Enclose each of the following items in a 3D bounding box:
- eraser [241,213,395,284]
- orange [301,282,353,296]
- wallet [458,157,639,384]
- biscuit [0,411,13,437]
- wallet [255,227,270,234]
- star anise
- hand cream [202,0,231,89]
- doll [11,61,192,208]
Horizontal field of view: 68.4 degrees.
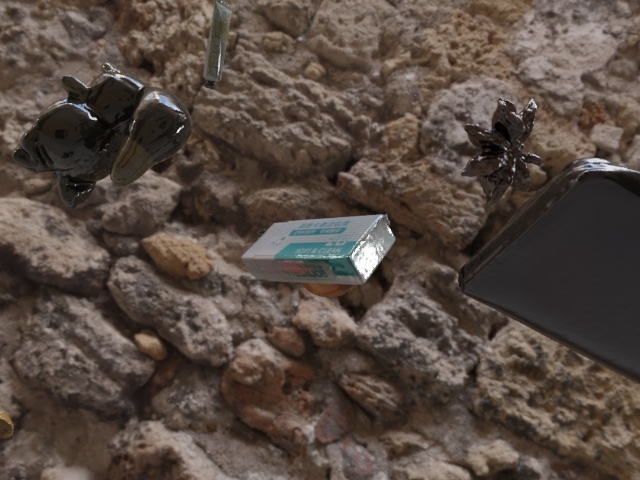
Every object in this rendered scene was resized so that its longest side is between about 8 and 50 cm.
[{"bbox_3d":[-0.009,0.012,0.679,0.225,0.095,0.052,-2,-52,44],"label":"eraser"},{"bbox_3d":[0.034,0.068,1.428,0.170,0.224,0.224,23,-17,40],"label":"orange"},{"bbox_3d":[0.241,0.043,0.339,0.250,0.044,0.149,26,-46,-4],"label":"wallet"},{"bbox_3d":[-0.681,0.343,0.821,0.250,0.163,0.035,0,16,-24],"label":"biscuit"},{"bbox_3d":[0.000,0.000,0.991,0.168,0.052,0.245,2,-9,41],"label":"wallet"},{"bbox_3d":[0.363,-0.173,0.942,0.073,0.196,0.212,-140,-151,-66],"label":"star anise"},{"bbox_3d":[-0.238,-0.450,1.087,0.042,0.195,0.067,17,10,25],"label":"hand cream"},{"bbox_3d":[-0.537,-0.258,1.142,0.378,0.382,0.252,23,-16,48],"label":"doll"}]
